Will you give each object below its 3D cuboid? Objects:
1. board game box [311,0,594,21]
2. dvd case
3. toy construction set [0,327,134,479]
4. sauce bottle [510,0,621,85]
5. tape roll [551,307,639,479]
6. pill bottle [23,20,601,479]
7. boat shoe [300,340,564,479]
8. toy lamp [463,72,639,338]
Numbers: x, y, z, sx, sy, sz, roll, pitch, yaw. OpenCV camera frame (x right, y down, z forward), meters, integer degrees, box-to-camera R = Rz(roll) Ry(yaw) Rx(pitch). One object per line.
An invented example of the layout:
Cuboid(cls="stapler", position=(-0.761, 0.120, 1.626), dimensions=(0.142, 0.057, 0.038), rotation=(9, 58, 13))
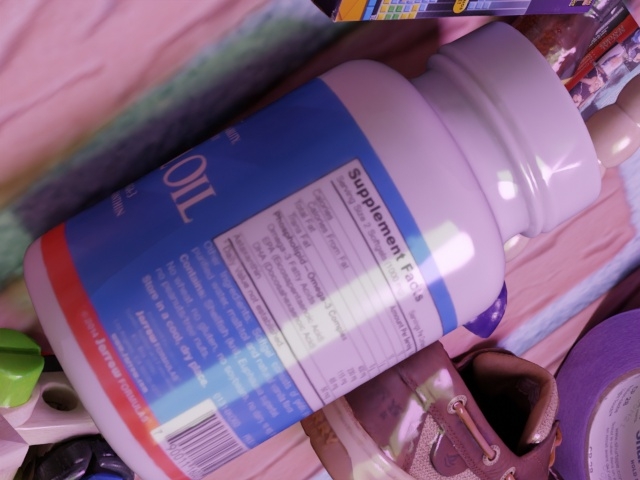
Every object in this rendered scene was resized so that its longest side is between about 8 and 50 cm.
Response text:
Cuboid(cls="board game box", position=(0.075, -0.165, 0.384), dimensions=(0.141, 0.048, 0.170), rotation=(-9, 138, -31))
Cuboid(cls="dvd case", position=(0.147, -0.081, 0.575), dimensions=(0.087, 0.013, 0.119), rotation=(-45, 143, 14))
Cuboid(cls="toy construction set", position=(-0.202, 0.143, 0.444), dimensions=(0.215, 0.151, 0.328), rotation=(3, 141, -42))
Cuboid(cls="sauce bottle", position=(0.101, -0.085, 0.505), dimensions=(0.128, 0.042, 0.042), rotation=(-46, 144, 18))
Cuboid(cls="tape roll", position=(0.297, 0.178, 0.776), dimensions=(0.090, 0.275, 0.275), rotation=(-9, 138, -31))
Cuboid(cls="pill bottle", position=(0.000, 0.000, 0.443), dimensions=(0.221, 0.124, 0.124), rotation=(-30, 145, -4))
Cuboid(cls="boat shoe", position=(0.119, 0.139, 0.723), dimensions=(0.123, 0.123, 0.342), rotation=(-42, 139, 11))
Cuboid(cls="toy lamp", position=(0.159, -0.067, 0.523), dimensions=(0.274, 0.080, 0.080), rotation=(-44, 144, 13))
